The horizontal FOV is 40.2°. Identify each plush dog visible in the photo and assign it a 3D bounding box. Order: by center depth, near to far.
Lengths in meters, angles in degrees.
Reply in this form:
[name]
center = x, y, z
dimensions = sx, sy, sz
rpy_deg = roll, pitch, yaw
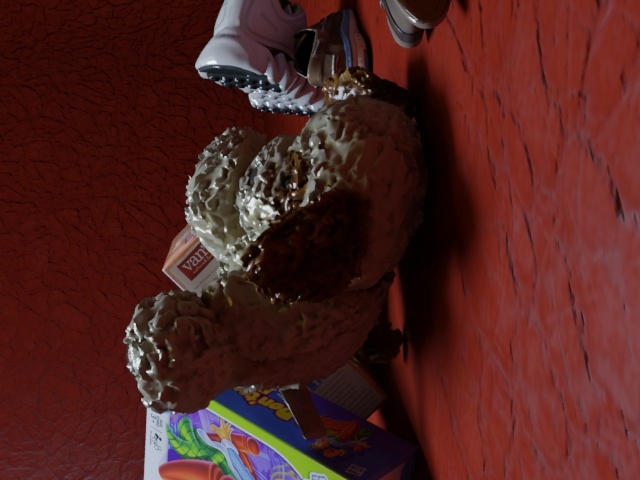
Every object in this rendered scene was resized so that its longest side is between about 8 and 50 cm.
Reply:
[plush dog]
center = 0.000, 0.000, 0.625
dimensions = 0.225, 0.210, 0.262
rpy_deg = 121, 168, -47

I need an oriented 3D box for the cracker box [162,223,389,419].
[cracker box]
center = -0.044, 0.071, 0.847
dimensions = 0.232, 0.067, 0.156
rpy_deg = 45, -177, -12

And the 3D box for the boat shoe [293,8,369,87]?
[boat shoe]
center = 0.005, -0.197, 0.890
dimensions = 0.183, 0.066, 0.066
rpy_deg = -105, 13, -67

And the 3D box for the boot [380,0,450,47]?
[boot]
center = 0.058, -0.154, 0.553
dimensions = 0.087, 0.042, 0.119
rpy_deg = 85, -179, -60

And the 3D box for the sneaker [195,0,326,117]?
[sneaker]
center = -0.041, -0.210, 0.995
dimensions = 0.292, 0.110, 0.118
rpy_deg = 17, -99, -75

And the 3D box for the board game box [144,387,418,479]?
[board game box]
center = -0.054, 0.291, 0.765
dimensions = 0.233, 0.078, 0.347
rpy_deg = 21, 114, 36
